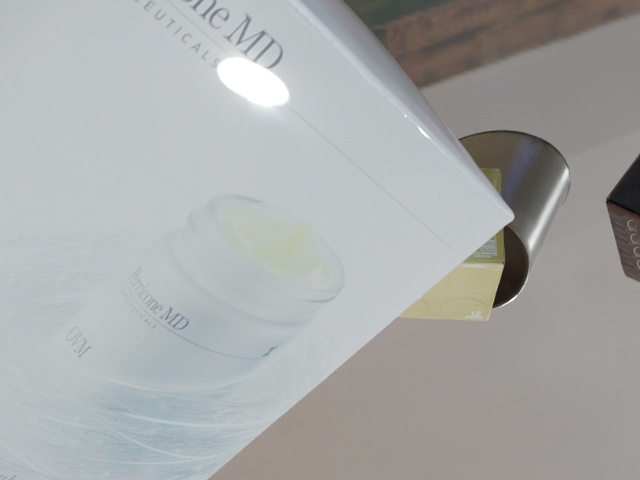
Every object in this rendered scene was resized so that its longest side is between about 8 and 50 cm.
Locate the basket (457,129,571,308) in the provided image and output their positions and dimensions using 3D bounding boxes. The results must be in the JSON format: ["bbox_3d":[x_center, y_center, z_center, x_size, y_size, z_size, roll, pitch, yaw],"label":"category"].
[{"bbox_3d":[0.200,-0.022,1.486,0.204,0.154,0.227,-11,-158,20],"label":"basket"}]

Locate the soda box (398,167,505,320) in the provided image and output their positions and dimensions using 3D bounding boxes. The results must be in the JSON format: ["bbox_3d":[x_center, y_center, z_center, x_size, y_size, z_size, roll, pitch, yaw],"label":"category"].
[{"bbox_3d":[0.000,0.000,0.615,0.181,0.061,0.058,3,-121,1],"label":"soda box"}]

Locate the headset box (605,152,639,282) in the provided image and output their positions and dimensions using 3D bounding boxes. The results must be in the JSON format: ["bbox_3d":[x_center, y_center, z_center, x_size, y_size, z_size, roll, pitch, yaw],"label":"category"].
[{"bbox_3d":[0.404,-0.041,0.970,0.283,0.131,0.246,29,-107,34],"label":"headset box"}]

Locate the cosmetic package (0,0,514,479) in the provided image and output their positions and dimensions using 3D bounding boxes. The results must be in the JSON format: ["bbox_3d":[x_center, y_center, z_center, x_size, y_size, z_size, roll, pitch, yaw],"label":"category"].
[{"bbox_3d":[-0.092,-0.023,0.419,0.224,0.224,0.138,-42,-132,10],"label":"cosmetic package"}]
